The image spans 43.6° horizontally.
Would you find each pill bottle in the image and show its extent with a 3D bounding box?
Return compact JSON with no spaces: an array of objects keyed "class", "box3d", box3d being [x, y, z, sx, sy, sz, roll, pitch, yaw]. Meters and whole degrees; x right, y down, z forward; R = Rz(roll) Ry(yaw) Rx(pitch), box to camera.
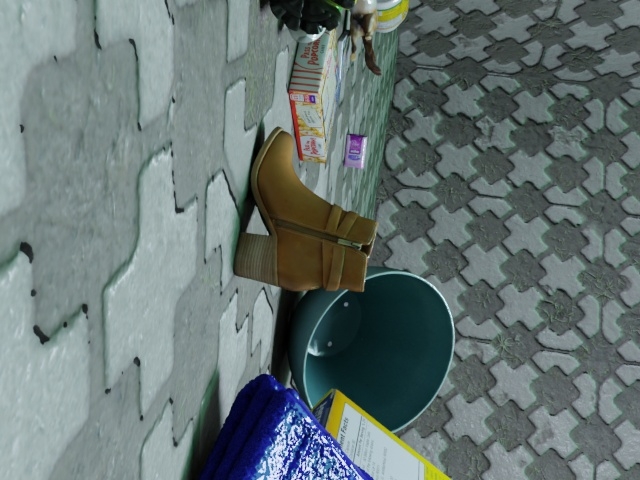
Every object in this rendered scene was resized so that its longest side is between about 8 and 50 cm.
[{"class":"pill bottle","box3d":[0.137,-0.534,1.767,0.208,0.117,0.118,38,59,-82]}]

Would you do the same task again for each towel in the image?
[{"class":"towel","box3d":[-0.011,0.321,0.889,0.308,0.076,0.228,51,43,-29]}]

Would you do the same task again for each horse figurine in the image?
[{"class":"horse figurine","box3d":[0.085,-0.465,1.586,0.174,0.066,0.263,-77,163,-56]}]

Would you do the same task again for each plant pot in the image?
[{"class":"plant pot","box3d":[0.056,0.169,1.386,0.195,0.290,0.291,25,-68,59]}]

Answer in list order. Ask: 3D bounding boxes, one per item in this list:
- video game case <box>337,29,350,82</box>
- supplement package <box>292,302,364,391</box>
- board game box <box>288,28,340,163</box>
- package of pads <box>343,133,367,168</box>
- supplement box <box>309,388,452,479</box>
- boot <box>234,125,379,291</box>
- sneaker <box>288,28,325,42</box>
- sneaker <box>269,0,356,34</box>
[{"class":"video game case","box3d":[0.046,-0.372,1.621,0.122,0.011,0.087,-69,165,-63]},{"class":"supplement package","box3d":[0.053,0.245,1.644,0.293,0.177,0.176,79,19,-71]},{"class":"board game box","box3d":[-0.005,-0.227,1.200,0.193,0.045,0.147,83,16,-65]},{"class":"package of pads","box3d":[0.086,-0.218,1.963,0.032,0.050,0.083,-58,155,-74]},{"class":"supplement box","box3d":[0.084,0.428,1.173,0.195,0.356,0.194,-48,-173,22]},{"class":"boot","box3d":[-0.007,-0.033,0.930,0.073,0.152,0.197,75,24,-73]},{"class":"sneaker","box3d":[-0.020,-0.316,0.994,0.061,0.053,0.152,60,31,-64]},{"class":"sneaker","box3d":[0.005,-0.406,0.850,0.146,0.134,0.344,-84,-173,-62]}]
